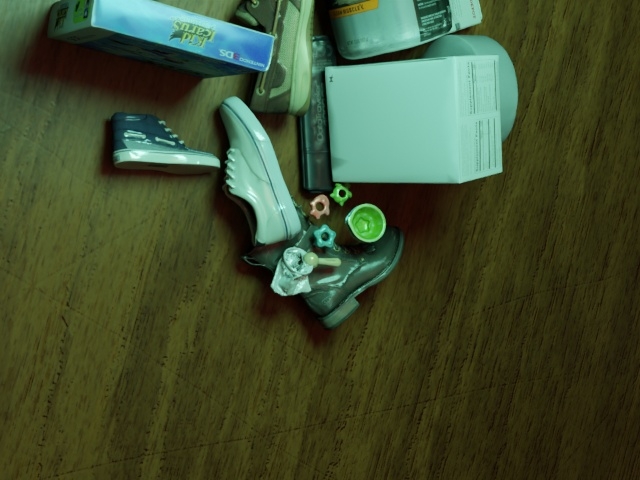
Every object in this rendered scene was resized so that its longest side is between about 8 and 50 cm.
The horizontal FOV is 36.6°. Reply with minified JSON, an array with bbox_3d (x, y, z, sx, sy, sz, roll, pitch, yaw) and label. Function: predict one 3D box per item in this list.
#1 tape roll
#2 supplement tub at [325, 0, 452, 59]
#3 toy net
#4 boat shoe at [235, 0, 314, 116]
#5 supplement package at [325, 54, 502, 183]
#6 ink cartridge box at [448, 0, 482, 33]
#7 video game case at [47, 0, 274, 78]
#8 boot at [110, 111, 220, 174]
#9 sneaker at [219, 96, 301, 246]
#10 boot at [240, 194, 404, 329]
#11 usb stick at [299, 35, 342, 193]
[{"bbox_3d":[0.258,-0.260,1.745,0.072,0.219,0.219,-5,99,-28],"label":"tape roll"},{"bbox_3d":[0.092,-0.492,1.631,0.207,0.207,0.338,-22,106,-25],"label":"supplement tub"},{"bbox_3d":[0.000,0.000,1.655,0.232,0.045,0.122,-40,99,-22],"label":"toy net"},{"bbox_3d":[-0.079,-0.377,1.597,0.123,0.123,0.341,0,100,-9],"label":"boat shoe"},{"bbox_3d":[0.157,-0.205,1.649,0.145,0.262,0.204,-15,105,-49],"label":"supplement package"},{"bbox_3d":[0.223,-0.435,1.798,0.135,0.056,0.099,-22,107,-25],"label":"ink cartridge box"},{"bbox_3d":[-0.244,-0.303,1.445,0.270,0.244,0.061,10,92,-30],"label":"video game case"},{"bbox_3d":[-0.248,-0.158,1.566,0.190,0.069,0.086,3,76,-40],"label":"boot"},{"bbox_3d":[-0.120,-0.112,1.605,0.091,0.094,0.258,-24,89,-20],"label":"sneaker"},{"bbox_3d":[0.010,0.006,1.719,0.229,0.091,0.263,48,66,-17],"label":"boot"},{"bbox_3d":[-0.003,-0.219,1.706,0.077,0.045,0.278,-6,99,-22],"label":"usb stick"}]
